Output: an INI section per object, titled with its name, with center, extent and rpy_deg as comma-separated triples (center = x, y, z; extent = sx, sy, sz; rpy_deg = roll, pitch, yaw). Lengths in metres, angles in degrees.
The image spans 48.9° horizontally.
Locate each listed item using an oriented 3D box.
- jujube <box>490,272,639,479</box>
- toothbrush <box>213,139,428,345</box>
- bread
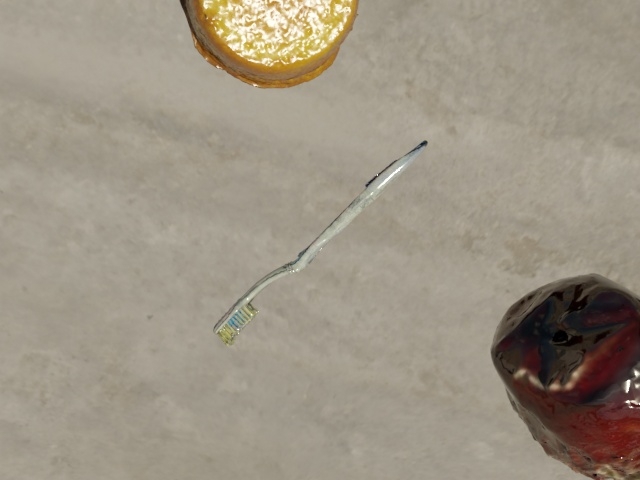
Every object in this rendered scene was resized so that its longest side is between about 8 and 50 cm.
[jujube]
center = 0.369, 0.196, 0.948
extent = 0.258, 0.377, 0.258
rpy_deg = -13, 49, 15
[toothbrush]
center = 0.000, 0.000, 1.011
extent = 0.413, 0.035, 0.042
rpy_deg = -44, 86, 5
[bread]
center = -0.085, -0.405, 1.160
extent = 0.312, 0.172, 0.312
rpy_deg = -2, 102, -9
